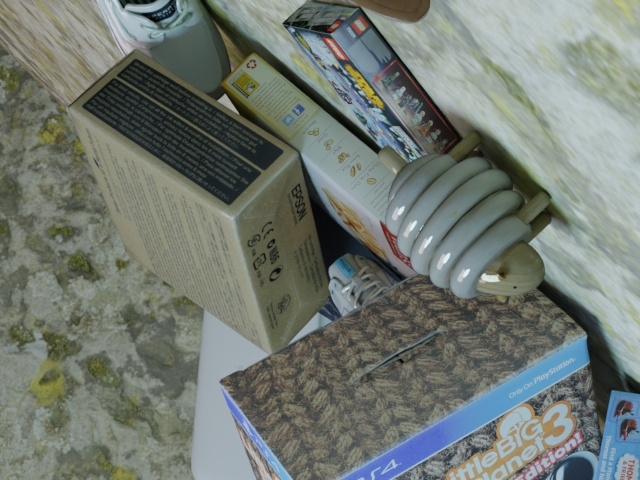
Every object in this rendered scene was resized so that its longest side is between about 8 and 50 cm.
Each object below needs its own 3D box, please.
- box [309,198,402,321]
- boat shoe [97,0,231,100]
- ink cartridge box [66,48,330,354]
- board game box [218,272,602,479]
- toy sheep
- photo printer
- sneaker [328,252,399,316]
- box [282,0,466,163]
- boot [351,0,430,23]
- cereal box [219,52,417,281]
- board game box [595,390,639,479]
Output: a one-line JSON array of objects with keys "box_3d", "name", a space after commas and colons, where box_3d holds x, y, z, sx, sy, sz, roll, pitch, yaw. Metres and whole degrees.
[{"box_3d": [0.000, 0.000, 1.495, 0.156, 0.093, 0.158, 50, 171, -24], "name": "box"}, {"box_3d": [-0.147, -0.199, 1.280, 0.226, 0.083, 0.076, 51, 173, -26], "name": "boat shoe"}, {"box_3d": [-0.099, -0.029, 1.316, 0.193, 0.088, 0.235, 34, 158, 25], "name": "ink cartridge box"}, {"box_3d": [0.087, 0.188, 1.161, 0.141, 0.232, 0.291, 47, 160, 48], "name": "board game box"}, {"box_3d": [0.086, -0.015, 0.941, 0.132, 0.091, 0.091, 43, 172, 23], "name": "toy sheep"}, {"box_3d": [-0.054, 0.203, 1.899, 0.107, 0.308, 0.256, 7, 177, -40], "name": "photo printer"}, {"box_3d": [0.040, 0.051, 1.281, 0.083, 0.071, 0.190, 50, 176, -9], "name": "sneaker"}, {"box_3d": [0.039, -0.096, 1.003, 0.137, 0.027, 0.094, 50, 171, -22], "name": "box"}, {"box_3d": [0.016, -0.150, 0.822, 0.118, 0.042, 0.087, 46, 179, 10], "name": "boot"}, {"box_3d": [0.030, -0.040, 1.272, 0.240, 0.047, 0.173, 43, 173, 28], "name": "cereal box"}, {"box_3d": [0.224, 0.239, 1.118, 0.039, 0.211, 0.160, 4, 153, 23], "name": "board game box"}]
